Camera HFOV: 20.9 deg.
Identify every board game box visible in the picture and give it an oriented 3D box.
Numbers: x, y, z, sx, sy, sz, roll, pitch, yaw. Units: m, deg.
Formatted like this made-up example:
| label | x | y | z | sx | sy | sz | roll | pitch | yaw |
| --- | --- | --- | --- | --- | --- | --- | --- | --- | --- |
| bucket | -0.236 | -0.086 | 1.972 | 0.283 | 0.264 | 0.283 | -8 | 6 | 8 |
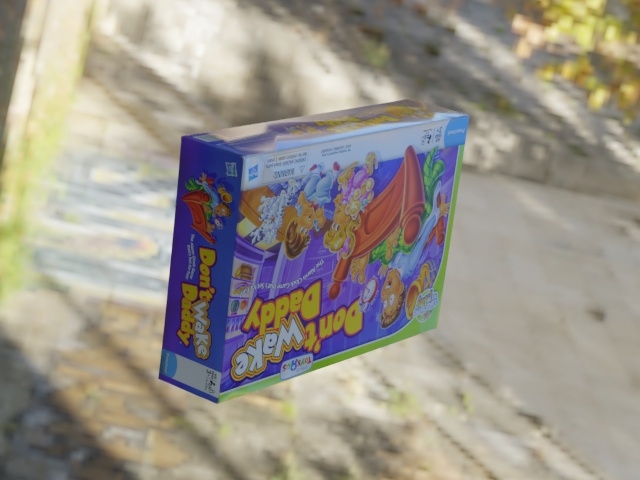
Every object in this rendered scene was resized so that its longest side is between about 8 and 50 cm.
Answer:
| label | x | y | z | sx | sy | sz | roll | pitch | yaw |
| --- | --- | --- | --- | --- | --- | --- | --- | --- | --- |
| board game box | 0.000 | 0.000 | 1.671 | 0.347 | 0.078 | 0.233 | -15 | 118 | -50 |
